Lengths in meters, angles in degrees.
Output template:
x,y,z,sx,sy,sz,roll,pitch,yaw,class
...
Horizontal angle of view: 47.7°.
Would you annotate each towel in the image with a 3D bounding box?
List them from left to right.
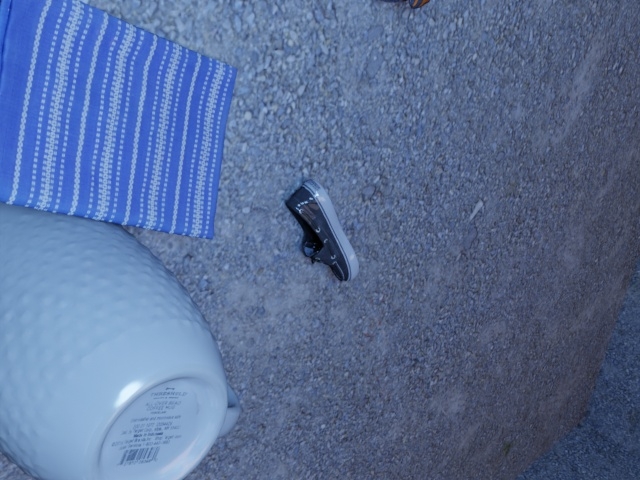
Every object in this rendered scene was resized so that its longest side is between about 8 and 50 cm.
x,y,z,sx,sy,sz,roll,pitch,yaw,class
-0.234,-0.142,0.854,0.336,0.040,0.243,12,83,-50,towel

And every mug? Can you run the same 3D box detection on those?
x,y,z,sx,sy,sz,roll,pitch,yaw,class
-0.243,0.148,0.873,0.276,0.328,0.374,-57,142,0,mug

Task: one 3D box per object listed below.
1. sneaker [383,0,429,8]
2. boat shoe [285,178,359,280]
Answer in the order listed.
x,y,z,sx,sy,sz,roll,pitch,yaw,class
0.117,-0.430,1.016,0.321,0.124,0.180,6,111,-56,sneaker
0.000,0.000,1.240,0.076,0.080,0.228,-37,137,-15,boat shoe
